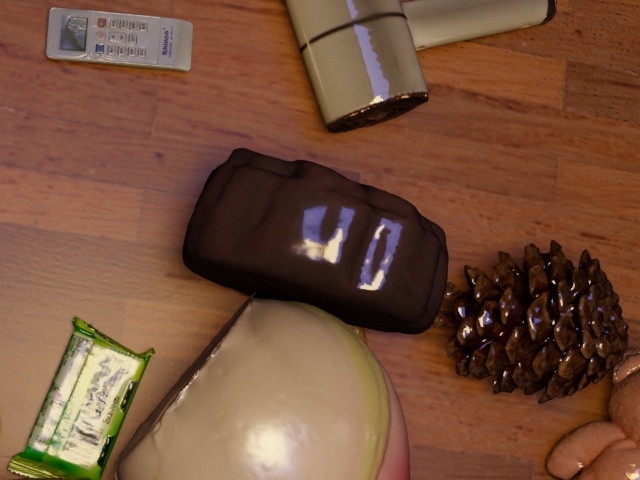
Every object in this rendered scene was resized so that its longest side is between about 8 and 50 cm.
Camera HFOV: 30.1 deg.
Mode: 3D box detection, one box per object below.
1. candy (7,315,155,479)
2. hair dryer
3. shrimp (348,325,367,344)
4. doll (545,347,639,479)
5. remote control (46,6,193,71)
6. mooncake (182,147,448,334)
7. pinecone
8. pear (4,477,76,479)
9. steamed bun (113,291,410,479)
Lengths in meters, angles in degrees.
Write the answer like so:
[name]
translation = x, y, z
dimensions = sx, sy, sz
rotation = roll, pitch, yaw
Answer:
[candy]
translation = -0.255, 0.181, 1.287
dimensions = 0.102, 0.032, 0.178
rotation = 22, 79, -6
[hair dryer]
translation = 0.142, -0.264, 1.415
dimensions = 0.362, 0.128, 0.203
rotation = -16, 85, -23
[shrimp]
translation = 0.029, 0.131, 1.370
dimensions = 0.059, 0.023, 0.108
rotation = -10, 85, -24
[doll]
translation = 0.364, 0.286, 1.384
dimensions = 0.201, 0.156, 0.303
rotation = 40, 96, 34
[remote control]
translation = -0.227, -0.227, 1.354
dimensions = 0.162, 0.029, 0.061
rotation = 4, 79, -8
[mooncake]
translation = 0.000, 0.000, 1.250
dimensions = 0.283, 0.283, 0.141
rotation = 18, 82, -11
[pinecone]
translation = 0.241, 0.097, 1.350
dimensions = 0.205, 0.179, 0.184
rotation = -18, 112, 26
[pear]
translation = -0.238, 0.349, 1.037
dimensions = 0.287, 0.375, 0.287
rotation = 17, 65, -43
[steamed bun]
translation = -0.030, 0.229, 1.198
dimensions = 0.309, 0.309, 0.309
rotation = 2, 82, -14
